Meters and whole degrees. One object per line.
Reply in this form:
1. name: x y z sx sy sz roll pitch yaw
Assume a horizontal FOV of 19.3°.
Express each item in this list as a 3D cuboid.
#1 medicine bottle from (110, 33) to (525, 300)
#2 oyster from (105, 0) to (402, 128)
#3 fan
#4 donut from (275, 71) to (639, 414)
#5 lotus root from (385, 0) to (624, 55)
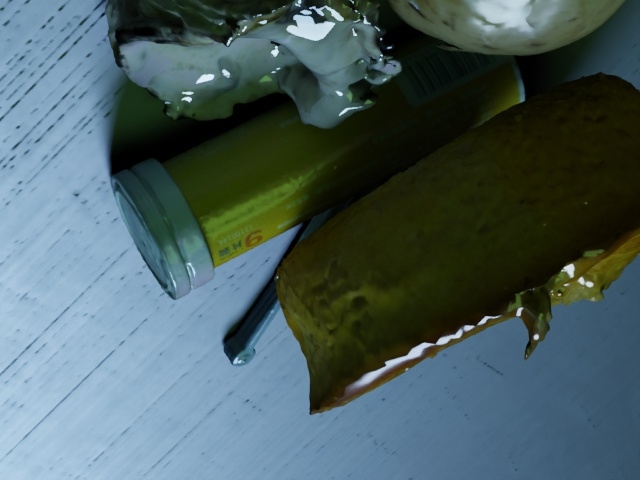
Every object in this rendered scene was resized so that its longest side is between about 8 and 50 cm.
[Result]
1. medicine bottle: 0.001 -0.048 0.996 0.218 0.074 0.074 -27 141 -12
2. oyster: -0.019 -0.109 0.885 0.163 0.191 0.081 21 73 -39
3. fan: 0.000 0.000 1.090 0.038 0.016 0.193 10 123 -45
4. donut: 0.091 0.008 1.020 0.253 0.118 0.253 -32 173 -4
5. lotus root: 0.071 -0.199 0.820 0.146 0.160 0.284 -64 152 -27
